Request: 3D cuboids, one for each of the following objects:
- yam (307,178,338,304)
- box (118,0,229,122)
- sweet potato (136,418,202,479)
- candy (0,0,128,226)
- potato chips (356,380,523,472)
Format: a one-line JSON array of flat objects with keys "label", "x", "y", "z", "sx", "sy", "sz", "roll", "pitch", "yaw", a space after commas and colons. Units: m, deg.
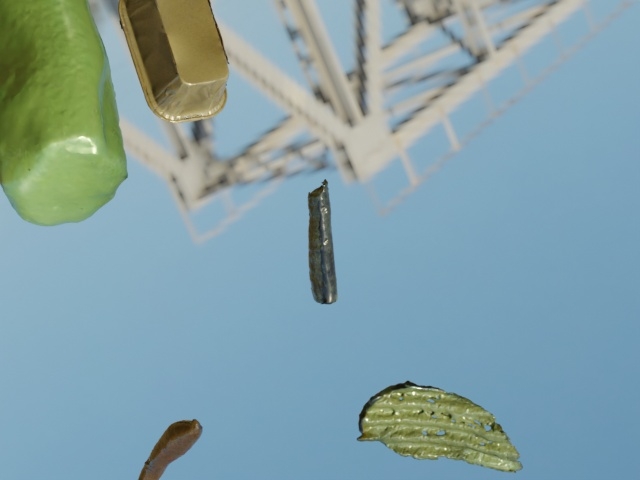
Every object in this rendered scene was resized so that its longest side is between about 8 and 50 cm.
[{"label": "yam", "x": 0.000, "y": 0.000, "z": 1.746, "sx": 0.027, "sy": 0.129, "sz": 0.033, "roll": -7, "pitch": -158, "yaw": -8}, {"label": "box", "x": -0.169, "y": -0.228, "z": 2.061, "sx": 0.111, "sy": 0.177, "sz": 0.111, "roll": -17, "pitch": 170, "yaw": -3}, {"label": "sweet potato", "x": -0.119, "y": 0.164, "z": 1.364, "sx": 0.026, "sy": 0.026, "sz": 0.115, "roll": -41, "pitch": 174, "yaw": -46}, {"label": "candy", "x": -0.273, "y": -0.183, "z": 1.689, "sx": 0.142, "sy": 0.132, "sz": 0.344, "roll": -24, "pitch": -121, "yaw": 9}, {"label": "potato chips", "x": 0.147, "y": 0.220, "z": 2.069, "sx": 0.207, "sy": 0.092, "sz": 0.028, "roll": 12, "pitch": -168, "yaw": -5}]
